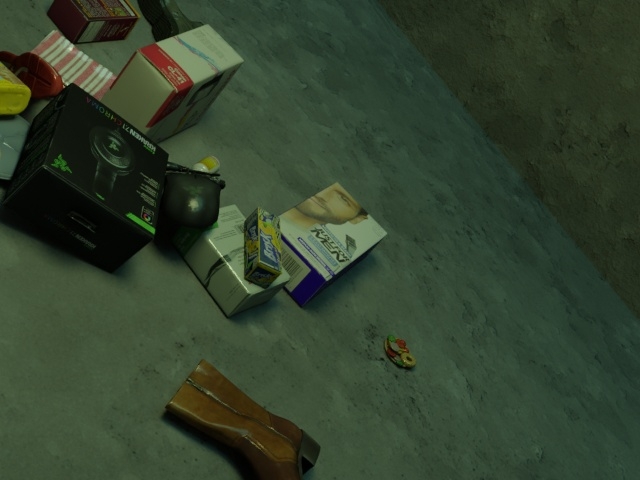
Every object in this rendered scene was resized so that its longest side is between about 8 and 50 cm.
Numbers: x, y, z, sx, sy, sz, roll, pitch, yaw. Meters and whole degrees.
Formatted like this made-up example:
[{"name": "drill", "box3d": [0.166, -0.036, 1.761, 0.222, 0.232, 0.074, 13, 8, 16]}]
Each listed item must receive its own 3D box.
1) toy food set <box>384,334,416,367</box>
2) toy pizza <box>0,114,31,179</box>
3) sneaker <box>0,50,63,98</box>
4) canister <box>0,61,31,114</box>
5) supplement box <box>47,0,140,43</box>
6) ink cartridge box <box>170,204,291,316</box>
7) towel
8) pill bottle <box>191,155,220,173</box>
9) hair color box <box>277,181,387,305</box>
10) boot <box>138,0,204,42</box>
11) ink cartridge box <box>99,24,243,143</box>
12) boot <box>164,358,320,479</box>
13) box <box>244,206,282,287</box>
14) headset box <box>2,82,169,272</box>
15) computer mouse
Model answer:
[{"name": "toy food set", "box3d": [0.181, 0.255, 2.117, 0.083, 0.020, 0.083, 19, 40, -33]}, {"name": "toy pizza", "box3d": [-0.614, -0.184, 1.738, 0.201, 0.032, 0.201, 29, 34, -22]}, {"name": "sneaker", "box3d": [-0.552, -0.328, 1.859, 0.221, 0.087, 0.128, 28, 14, 37]}, {"name": "canister", "box3d": [-0.651, -0.311, 1.763, 0.170, 0.073, 0.126, 40, 27, 24]}, {"name": "supplement box", "box3d": [-0.533, -0.533, 2.180, 0.104, 0.081, 0.188, 50, 33, 9]}, {"name": "ink cartridge box", "box3d": [-0.183, 0.040, 1.902, 0.208, 0.087, 0.153, 52, 33, 14]}, {"name": "towel", "box3d": [-0.539, -0.376, 2.042, 0.197, 0.029, 0.144, 35, 34, -13]}, {"name": "pill bottle", "box3d": [-0.264, -0.159, 2.083, 0.043, 0.043, 0.083, 44, 32, 0]}, {"name": "hair color box", "box3d": [0.000, 0.000, 2.133, 0.185, 0.110, 0.339, 46, 31, 6]}, {"name": "boot", "box3d": [-0.380, -0.585, 2.429, 0.161, 0.083, 0.246, 11, 50, -51]}, {"name": "ink cartridge box", "box3d": [-0.335, -0.334, 2.035, 0.131, 0.226, 0.306, 46, 33, 2]}, {"name": "boot", "box3d": [-0.141, 0.350, 1.586, 0.280, 0.096, 0.264, 38, 33, -7]}, {"name": "box", "box3d": [-0.117, 0.013, 1.871, 0.059, 0.054, 0.169, 27, 36, -26]}, {"name": "headset box", "box3d": [-0.432, -0.112, 1.729, 0.246, 0.131, 0.283, 38, 32, -29]}, {"name": "computer mouse", "box3d": [-0.270, -0.110, 1.884, 0.189, 0.072, 0.272, 10, 23, -16]}]
